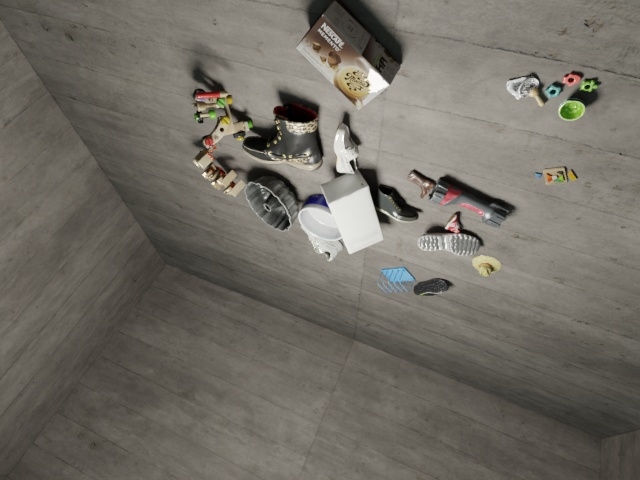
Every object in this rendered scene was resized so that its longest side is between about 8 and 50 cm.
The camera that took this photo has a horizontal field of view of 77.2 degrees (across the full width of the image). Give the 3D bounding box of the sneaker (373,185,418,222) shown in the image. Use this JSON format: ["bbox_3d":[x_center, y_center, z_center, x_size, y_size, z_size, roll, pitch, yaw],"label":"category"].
[{"bbox_3d":[0.349,-0.162,1.824,0.222,0.083,0.118,23,149,10],"label":"sneaker"}]

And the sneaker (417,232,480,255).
[{"bbox_3d":[0.599,-0.002,1.878,0.282,0.115,0.105,8,109,7],"label":"sneaker"}]

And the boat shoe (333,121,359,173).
[{"bbox_3d":[0.117,-0.379,1.671,0.096,0.098,0.277,17,158,16],"label":"boat shoe"}]

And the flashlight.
[{"bbox_3d":[0.599,-0.144,1.641,0.304,0.103,0.103,26,176,0],"label":"flashlight"}]

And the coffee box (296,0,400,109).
[{"bbox_3d":[0.092,-0.604,1.316,0.297,0.118,0.168,39,149,-20],"label":"coffee box"}]

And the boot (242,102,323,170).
[{"bbox_3d":[-0.171,-0.456,1.731,0.378,0.138,0.284,17,150,10],"label":"boot"}]

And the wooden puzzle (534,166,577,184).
[{"bbox_3d":[0.829,-0.226,1.415,0.116,0.014,0.078,-7,135,45],"label":"wooden puzzle"}]

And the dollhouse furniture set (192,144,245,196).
[{"bbox_3d":[-0.537,-0.376,2.140,0.262,0.135,0.259,24,160,49],"label":"dollhouse furniture set"}]

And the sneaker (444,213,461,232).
[{"bbox_3d":[0.606,-0.075,1.793,0.067,0.042,0.118,27,158,9],"label":"sneaker"}]

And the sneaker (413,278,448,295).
[{"bbox_3d":[0.641,0.270,2.286,0.097,0.084,0.235,18,160,-35],"label":"sneaker"}]

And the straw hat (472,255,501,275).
[{"bbox_3d":[0.802,0.141,1.950,0.145,0.061,0.144,21,149,13],"label":"straw hat"}]

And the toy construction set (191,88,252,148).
[{"bbox_3d":[-0.415,-0.554,1.740,0.238,0.257,0.309,-12,177,-18],"label":"toy construction set"}]

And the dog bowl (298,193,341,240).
[{"bbox_3d":[0.022,-0.119,2.127,0.265,0.104,0.264,20,149,12],"label":"dog bowl"}]

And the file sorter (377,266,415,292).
[{"bbox_3d":[0.438,0.236,2.341,0.170,0.104,0.118,-11,132,47],"label":"file sorter"}]

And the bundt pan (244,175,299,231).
[{"bbox_3d":[-0.244,-0.211,2.137,0.331,0.124,0.330,32,151,21],"label":"bundt pan"}]

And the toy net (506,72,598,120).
[{"bbox_3d":[0.671,-0.439,1.183,0.233,0.045,0.122,20,149,12],"label":"toy net"}]

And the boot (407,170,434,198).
[{"bbox_3d":[0.410,-0.238,1.705,0.114,0.037,0.106,26,139,-2],"label":"boot"}]

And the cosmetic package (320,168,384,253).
[{"bbox_3d":[0.156,-0.127,1.884,0.197,0.155,0.365,-22,135,2],"label":"cosmetic package"}]

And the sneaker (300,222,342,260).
[{"bbox_3d":[0.000,0.000,2.303,0.297,0.129,0.111,40,149,-19],"label":"sneaker"}]
